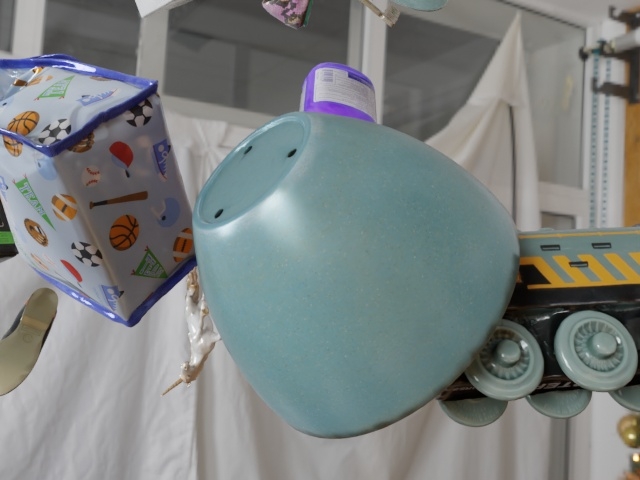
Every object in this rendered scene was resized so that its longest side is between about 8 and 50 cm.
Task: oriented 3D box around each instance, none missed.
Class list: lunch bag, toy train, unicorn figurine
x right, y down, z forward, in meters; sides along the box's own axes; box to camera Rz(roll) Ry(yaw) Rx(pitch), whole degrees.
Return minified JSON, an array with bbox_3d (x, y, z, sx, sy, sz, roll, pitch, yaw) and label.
[{"bbox_3d":[-0.388,-0.099,1.170,0.385,0.328,0.239,17,43,35],"label":"lunch bag"},{"bbox_3d":[0.234,0.070,0.745,0.334,0.190,0.142,-3,-26,-7],"label":"toy train"},{"bbox_3d":[-0.167,0.122,1.039,0.060,0.111,0.162,15,38,-14],"label":"unicorn figurine"}]

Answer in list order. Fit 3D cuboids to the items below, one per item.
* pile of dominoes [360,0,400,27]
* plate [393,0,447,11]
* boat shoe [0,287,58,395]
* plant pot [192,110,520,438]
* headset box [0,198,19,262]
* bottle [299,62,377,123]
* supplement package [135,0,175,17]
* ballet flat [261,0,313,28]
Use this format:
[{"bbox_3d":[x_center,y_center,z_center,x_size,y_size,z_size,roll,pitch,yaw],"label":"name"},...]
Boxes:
[{"bbox_3d":[0.084,-0.504,1.464,0.196,0.040,0.251,38,22,-8],"label":"pile of dominoes"},{"bbox_3d":[0.147,-0.473,1.324,0.188,0.188,0.024,6,-37,-26],"label":"plate"},{"bbox_3d":[-0.342,0.117,0.864,0.049,0.137,0.043,30,-33,-18],"label":"boat shoe"},{"bbox_3d":[0.000,0.000,0.680,0.195,0.290,0.290,45,-27,-28],"label":"plant pot"},{"bbox_3d":[-0.464,-0.072,0.748,0.131,0.283,0.246,-21,-7,17],"label":"headset box"},{"bbox_3d":[0.026,-0.165,1.118,0.118,0.092,0.283,16,36,-10],"label":"bottle"},{"bbox_3d":[-0.291,-0.507,1.455,0.105,0.105,0.179,-28,19,-26],"label":"supplement package"},{"bbox_3d":[-0.017,-0.355,0.900,0.079,0.077,0.221,18,-45,-13],"label":"ballet flat"}]
